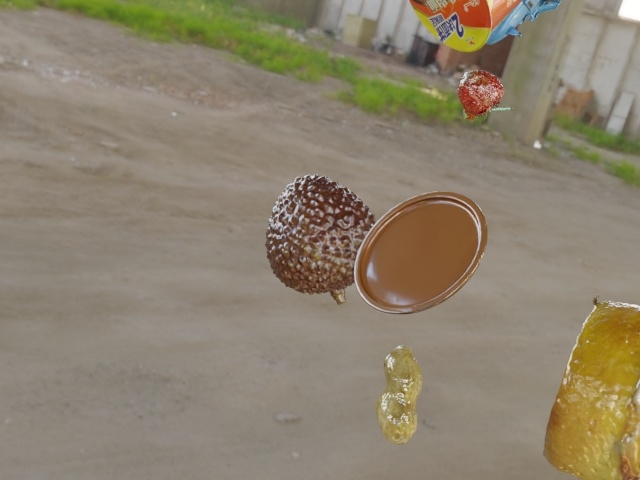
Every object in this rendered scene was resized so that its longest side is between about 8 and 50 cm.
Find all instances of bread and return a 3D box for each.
[{"bbox_3d":[0.579,0.313,1.654,0.215,0.398,0.398,20,17,26],"label":"bread"}]

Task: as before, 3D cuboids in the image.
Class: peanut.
[{"bbox_3d":[0.155,0.304,1.694,0.089,0.192,0.089,10,-12,2],"label":"peanut"}]

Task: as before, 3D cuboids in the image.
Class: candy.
[{"bbox_3d":[0.434,-0.339,2.222,0.049,0.055,0.185,30,-8,-28],"label":"candy"}]

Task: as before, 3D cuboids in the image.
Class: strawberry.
[{"bbox_3d":[0.343,-0.324,1.846,0.106,0.106,0.106,14,16,-4],"label":"strawberry"}]

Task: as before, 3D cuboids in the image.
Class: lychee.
[{"bbox_3d":[0.000,0.000,1.948,0.276,0.304,0.276,-15,-2,-1],"label":"lychee"}]

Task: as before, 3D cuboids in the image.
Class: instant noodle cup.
[{"bbox_3d":[0.280,-0.473,1.533,0.174,0.213,0.213,-40,43,-18],"label":"instant noodle cup"}]

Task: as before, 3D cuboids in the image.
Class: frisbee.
[{"bbox_3d":[0.168,0.020,1.458,0.021,0.251,0.251,48,-7,-39],"label":"frisbee"}]

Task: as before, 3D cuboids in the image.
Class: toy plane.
[{"bbox_3d":[0.455,-0.550,1.903,0.105,0.271,0.254,30,1,43],"label":"toy plane"}]
